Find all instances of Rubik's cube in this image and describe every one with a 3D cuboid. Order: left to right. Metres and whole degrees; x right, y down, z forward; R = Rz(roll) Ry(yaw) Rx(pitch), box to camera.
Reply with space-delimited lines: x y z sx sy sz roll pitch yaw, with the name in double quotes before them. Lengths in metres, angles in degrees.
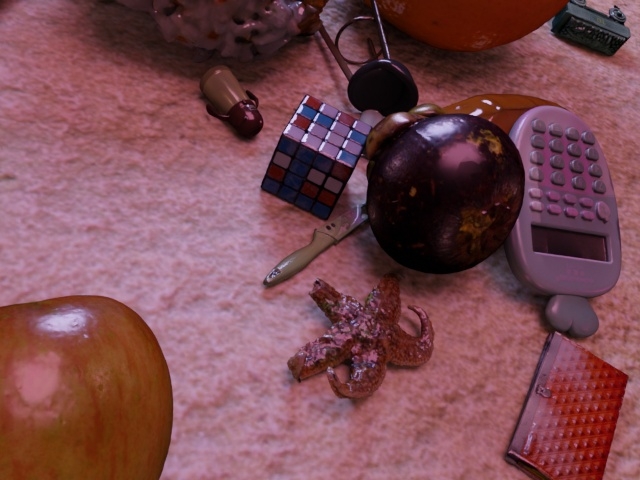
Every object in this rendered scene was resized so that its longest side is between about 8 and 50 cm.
"Rubik's cube" -0.004 -0.099 0.862 0.092 0.092 0.092 27 46 -2

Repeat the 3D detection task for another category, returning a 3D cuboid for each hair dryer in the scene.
"hair dryer" 0.023 -0.158 0.973 0.125 0.037 0.063 18 44 0

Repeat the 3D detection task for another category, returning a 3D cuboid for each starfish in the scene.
"starfish" 0.046 0.095 0.761 0.150 0.053 0.209 40 41 -6

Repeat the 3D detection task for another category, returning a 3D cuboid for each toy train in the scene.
"toy train" 0.528 -0.421 1.413 0.172 0.070 0.099 18 53 -12

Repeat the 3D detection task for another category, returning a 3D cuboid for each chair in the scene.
"chair" 0.064 -0.264 1.047 0.095 0.104 0.221 -15 50 -4

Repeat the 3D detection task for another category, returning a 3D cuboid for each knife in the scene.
"knife" 0.000 0.000 0.834 0.030 0.014 0.207 43 46 13

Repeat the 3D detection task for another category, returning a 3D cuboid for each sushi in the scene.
"sushi" -0.151 -0.422 0.966 0.418 0.176 0.417 30 39 -29

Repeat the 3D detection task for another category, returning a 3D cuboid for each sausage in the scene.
"sausage" 0.246 -0.142 0.997 0.241 0.120 0.136 -9 12 -33

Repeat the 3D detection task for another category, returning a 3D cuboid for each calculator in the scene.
"calculator" 0.303 -0.027 0.911 0.186 0.041 0.298 6 76 -27

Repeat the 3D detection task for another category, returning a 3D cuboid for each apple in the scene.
"apple" -0.199 0.135 0.503 0.196 0.196 0.195 13 47 -15

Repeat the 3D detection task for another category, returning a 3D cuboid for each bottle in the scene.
"bottle" -0.110 -0.170 0.912 0.063 0.047 0.101 -36 73 -4

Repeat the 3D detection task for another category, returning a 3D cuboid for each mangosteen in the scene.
"mangosteen" 0.127 -0.070 0.838 0.192 0.192 0.217 -9 43 -31

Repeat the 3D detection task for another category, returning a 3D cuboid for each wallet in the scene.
"wallet" 0.273 0.190 0.790 0.103 0.020 0.196 34 46 6

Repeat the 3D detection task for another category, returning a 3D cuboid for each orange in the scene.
"orange" 0.221 -0.498 1.157 0.424 0.326 0.423 6 68 -15
